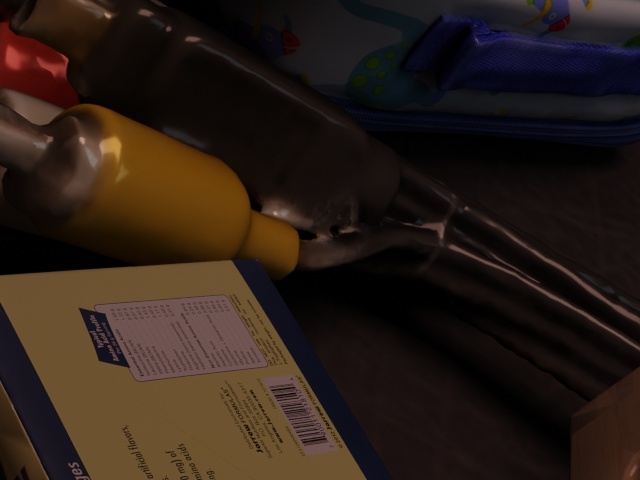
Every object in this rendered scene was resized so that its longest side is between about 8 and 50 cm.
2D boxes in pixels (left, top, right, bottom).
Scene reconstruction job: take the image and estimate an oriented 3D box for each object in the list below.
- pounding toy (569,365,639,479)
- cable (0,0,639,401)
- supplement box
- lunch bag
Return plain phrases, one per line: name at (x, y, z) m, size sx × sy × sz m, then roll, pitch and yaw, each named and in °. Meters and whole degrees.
pounding toy at (0.161, 0.111, 0.436) m, size 0.206 × 0.094 × 0.181 m, roll 41°, pitch 29°, yaw -15°
cable at (0.000, 0.000, 0.476) m, size 0.287 × 0.072 × 0.139 m, roll 30°, pitch 6°, yaw -32°
supplement box at (-0.039, 0.054, 0.353) m, size 0.083 × 0.056 × 0.083 m, roll -3°, pitch 50°, yaw -43°
lunch bag at (0.038, -0.114, 0.591) m, size 0.219 × 0.090 × 0.176 m, roll -2°, pitch 48°, yaw -42°
